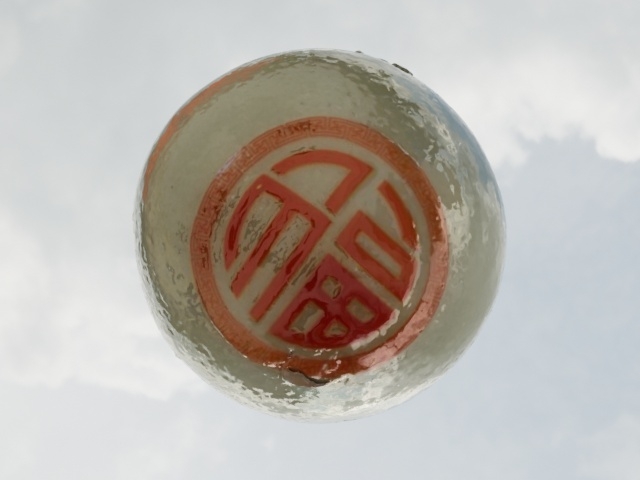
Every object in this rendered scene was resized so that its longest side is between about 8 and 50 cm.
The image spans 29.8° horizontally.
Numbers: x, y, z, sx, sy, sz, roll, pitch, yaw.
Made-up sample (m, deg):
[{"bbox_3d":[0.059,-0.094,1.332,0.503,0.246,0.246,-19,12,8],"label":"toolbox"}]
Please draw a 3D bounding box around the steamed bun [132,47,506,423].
[{"bbox_3d":[0.000,0.000,0.877,0.283,0.283,0.177,-48,-174,4],"label":"steamed bun"}]
